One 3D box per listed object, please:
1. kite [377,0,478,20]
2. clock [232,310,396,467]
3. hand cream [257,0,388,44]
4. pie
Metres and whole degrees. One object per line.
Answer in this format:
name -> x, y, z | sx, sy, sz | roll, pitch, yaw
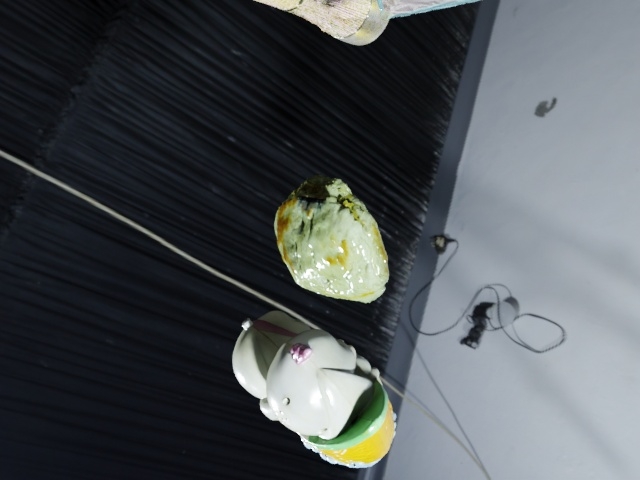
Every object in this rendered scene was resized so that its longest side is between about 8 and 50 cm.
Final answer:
kite -> 0.125, -0.237, 0.292 | 0.314, 0.335, 0.012 | -39, 45, 56
clock -> -0.014, 0.141, 0.518 | 0.103, 0.144, 0.231 | -43, 22, -23
hand cream -> -0.009, -0.263, 0.548 | 0.083, 0.203, 0.084 | 11, 107, 40
pie -> 0.000, 0.000, 0.787 | 0.247, 0.089, 0.201 | 0, 103, 58
